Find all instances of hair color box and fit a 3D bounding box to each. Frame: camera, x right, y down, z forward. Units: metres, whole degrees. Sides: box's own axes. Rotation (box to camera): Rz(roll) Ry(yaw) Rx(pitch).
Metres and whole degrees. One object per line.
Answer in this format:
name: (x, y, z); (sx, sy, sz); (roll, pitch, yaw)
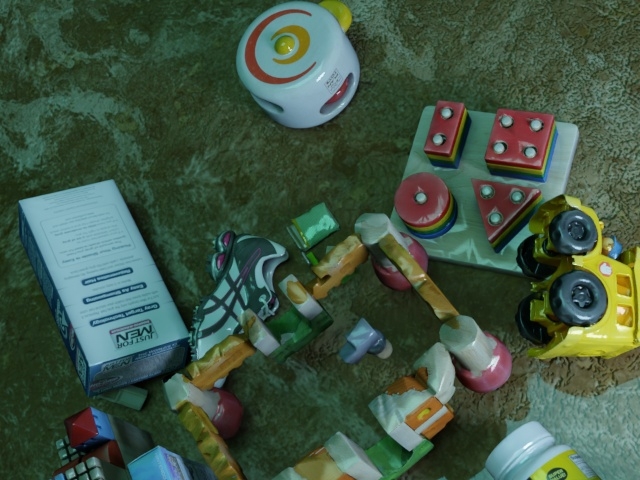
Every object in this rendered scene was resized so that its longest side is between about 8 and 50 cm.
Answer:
hair color box: (-0.364, 0.072, 1.838); (0.174, 0.105, 0.347); (-15, 57, -25)

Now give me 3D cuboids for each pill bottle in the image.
pill bottle: (0.326, 0.353, 1.497); (0.119, 0.119, 0.208); (-42, 61, 0)

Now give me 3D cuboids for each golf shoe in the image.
golf shoe: (-0.135, 0.114, 1.780); (0.120, 0.105, 0.273); (7, 71, 14)

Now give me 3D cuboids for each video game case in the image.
video game case: (-0.151, 0.442, 1.566); (0.061, 0.244, 0.269); (-30, 61, 7)

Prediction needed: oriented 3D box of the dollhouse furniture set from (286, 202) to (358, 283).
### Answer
dollhouse furniture set: (0.000, 0.000, 1.798); (0.076, 0.058, 0.152); (-35, 61, 4)

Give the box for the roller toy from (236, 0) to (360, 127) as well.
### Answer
roller toy: (-0.037, -0.302, 1.887); (0.209, 0.146, 0.191); (-12, 66, 15)

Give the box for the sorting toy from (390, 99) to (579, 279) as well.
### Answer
sorting toy: (0.243, -0.093, 1.728); (0.257, 0.089, 0.255); (11, 73, 24)

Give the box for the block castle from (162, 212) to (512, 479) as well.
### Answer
block castle: (0.027, 0.210, 1.618); (0.453, 0.213, 0.303); (-40, 59, 1)

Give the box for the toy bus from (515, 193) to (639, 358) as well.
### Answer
toy bus: (0.399, 0.061, 1.575); (0.211, 0.149, 0.220); (6, 70, -11)

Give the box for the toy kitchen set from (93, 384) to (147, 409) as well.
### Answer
toy kitchen set: (-0.330, 0.244, 1.843); (0.083, 0.075, 0.068); (-91, 25, -56)

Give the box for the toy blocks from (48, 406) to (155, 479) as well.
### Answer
toy blocks: (-0.306, 0.402, 1.632); (0.190, 0.261, 0.381); (-29, 61, 7)
